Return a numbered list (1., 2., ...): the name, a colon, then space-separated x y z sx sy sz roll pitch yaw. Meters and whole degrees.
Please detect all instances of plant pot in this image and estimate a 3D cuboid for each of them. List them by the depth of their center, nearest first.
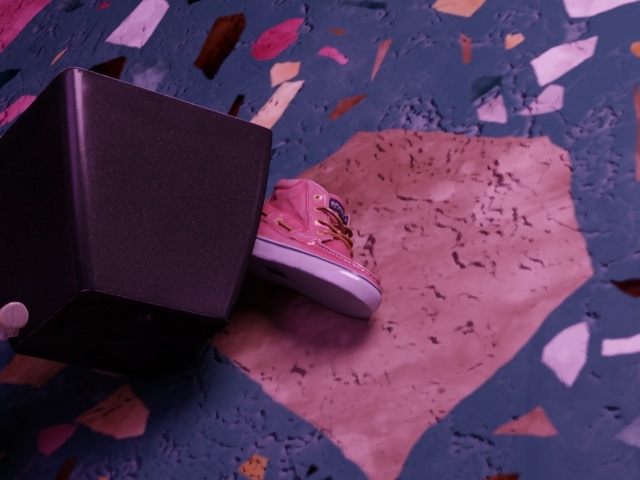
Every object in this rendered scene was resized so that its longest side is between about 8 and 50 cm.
1. plant pot: -0.158 0.002 1.125 0.187 0.188 0.167 -36 48 44

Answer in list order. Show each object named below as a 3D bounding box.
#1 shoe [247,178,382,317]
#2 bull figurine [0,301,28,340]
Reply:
1. shoe: 0.000 0.000 1.129 0.178 0.063 0.081 19 67 51
2. bull figurine: -0.303 0.095 1.105 0.101 0.311 0.188 -6 18 -32
